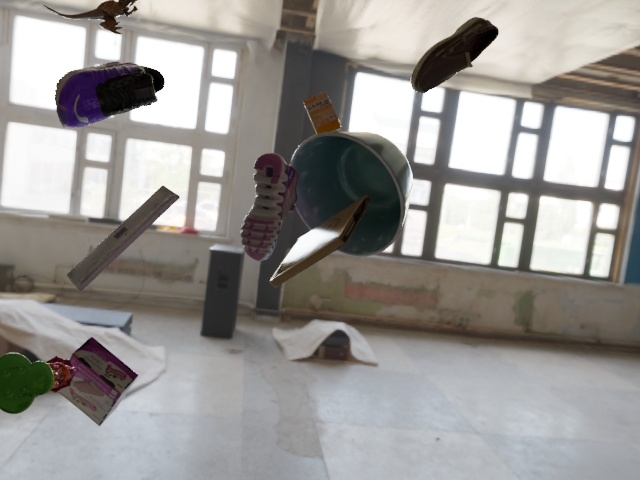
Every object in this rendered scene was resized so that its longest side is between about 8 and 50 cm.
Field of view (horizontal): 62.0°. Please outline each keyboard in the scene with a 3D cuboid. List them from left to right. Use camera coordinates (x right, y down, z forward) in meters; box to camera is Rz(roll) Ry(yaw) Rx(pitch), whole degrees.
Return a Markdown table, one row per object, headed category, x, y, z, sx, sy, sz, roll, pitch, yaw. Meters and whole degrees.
| category | x | y | z | sx | sy | sz | roll | pitch | yaw |
| --- | --- | --- | --- | --- | --- | --- | --- | --- | --- |
| keyboard | -0.383 | -0.010 | 1.039 | 0.072 | 0.256 | 0.014 | 27 | -21 | 46 |

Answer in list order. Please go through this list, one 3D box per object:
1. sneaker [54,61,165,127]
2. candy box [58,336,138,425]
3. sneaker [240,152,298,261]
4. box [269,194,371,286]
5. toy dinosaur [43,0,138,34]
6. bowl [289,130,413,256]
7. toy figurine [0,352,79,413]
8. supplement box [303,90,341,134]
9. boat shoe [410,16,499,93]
| category | x | y | z | sx | sy | sz | roll | pitch | yaw |
| --- | --- | --- | --- | --- | --- | --- | --- | --- | --- |
| sneaker | -0.431 | -0.320 | 1.139 | 0.146 | 0.102 | 0.293 | 8 | 34 | 11 |
| candy box | -0.587 | 0.373 | 1.392 | 0.159 | 0.233 | 0.071 | 40 | 41 | -1 |
| sneaker | -0.101 | -0.069 | 1.173 | 0.095 | 0.236 | 0.104 | 16 | 6 | 29 |
| box | 0.000 | 0.000 | 1.041 | 0.201 | 0.021 | 0.164 | -33 | 15 | 37 |
| toy dinosaur | -0.462 | -0.485 | 1.138 | 0.211 | 0.064 | 0.112 | -25 | 47 | -19 |
| bowl | 0.093 | -0.134 | 1.271 | 0.311 | 0.311 | 0.163 | 11 | 35 | 34 |
| toy figurine | -0.615 | 0.303 | 1.206 | 0.173 | 0.130 | 0.159 | -15 | -7 | 16 |
| supplement box | 0.003 | -0.304 | 1.279 | 0.062 | 0.098 | 0.036 | -24 | -28 | 4 |
| boat shoe | 0.346 | -0.471 | 1.363 | 0.095 | 0.257 | 0.095 | 45 | 1 | -45 |
